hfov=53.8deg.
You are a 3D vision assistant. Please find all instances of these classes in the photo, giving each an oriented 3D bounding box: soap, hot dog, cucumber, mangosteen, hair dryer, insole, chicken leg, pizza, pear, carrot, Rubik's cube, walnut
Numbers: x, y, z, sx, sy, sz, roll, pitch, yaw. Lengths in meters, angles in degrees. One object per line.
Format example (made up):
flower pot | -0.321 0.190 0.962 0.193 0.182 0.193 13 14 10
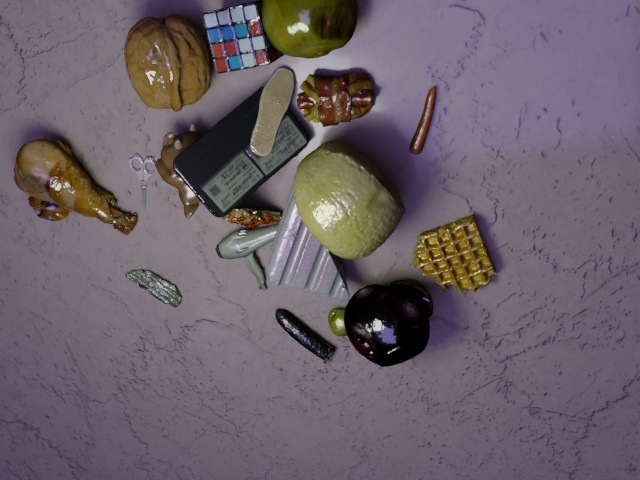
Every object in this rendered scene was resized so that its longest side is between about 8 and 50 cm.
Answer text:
soap | 0.000 0.000 1.845 0.257 0.159 0.302 17 111 -8
hot dog | 0.040 -0.379 1.691 0.213 0.103 0.146 -5 113 15
cucumber | -0.056 0.311 2.061 0.245 0.067 0.067 38 118 -7
mangosteen | 0.214 0.233 1.843 0.287 0.233 0.288 -18 147 -12
hair dryer | -0.180 0.034 1.967 0.219 0.088 0.225 -37 115 22
insole | -0.133 -0.352 1.723 0.081 0.011 0.248 17 90 -16
chicken leg | -0.785 -0.135 2.004 0.409 0.182 0.295 33 129 -21
pizza | -0.217 -0.067 1.851 0.188 0.199 0.062 3 89 11
pear | 0.065 0.259 1.996 0.097 0.092 0.092 35 118 -4
carrot | 0.281 -0.322 1.699 0.037 0.037 0.190 18 114 5
Rubik's cube | -0.198 -0.537 1.649 0.154 0.151 0.155 -6 114 15
walnut | -0.407 -0.470 1.697 0.224 0.257 0.257 -14 115 -15

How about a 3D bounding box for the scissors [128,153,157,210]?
scissors | -0.557 -0.180 1.985 0.100 0.015 0.189 13 119 9

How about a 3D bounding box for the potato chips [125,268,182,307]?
potato chips | -0.557 0.151 2.134 0.207 0.028 0.092 37 117 -7

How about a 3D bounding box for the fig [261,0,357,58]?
fig | -0.033 -0.586 1.543 0.239 0.239 0.271 -18 86 21

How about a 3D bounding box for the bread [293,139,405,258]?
bread | 0.069 -0.108 1.692 0.237 0.320 0.320 -38 101 11

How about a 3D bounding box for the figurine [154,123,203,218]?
figurine | -0.358 -0.208 1.830 0.173 0.177 0.247 -19 98 41

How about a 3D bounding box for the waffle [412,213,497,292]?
waffle | 0.381 0.060 1.839 0.219 0.057 0.229 -18 110 21

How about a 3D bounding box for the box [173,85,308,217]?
box | -0.217 -0.244 1.745 0.350 0.058 0.211 -41 103 -9
